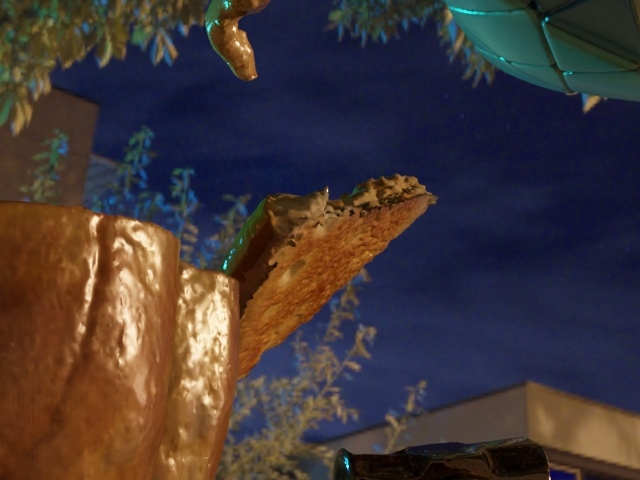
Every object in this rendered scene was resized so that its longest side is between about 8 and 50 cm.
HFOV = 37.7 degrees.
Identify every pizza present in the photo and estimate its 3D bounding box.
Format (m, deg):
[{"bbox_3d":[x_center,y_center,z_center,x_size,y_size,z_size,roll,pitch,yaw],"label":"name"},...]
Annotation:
[{"bbox_3d":[0.000,0.000,0.570,0.195,0.052,0.185,-31,-18,-38],"label":"pizza"}]

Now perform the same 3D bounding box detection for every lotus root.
[{"bbox_3d":[-0.116,0.094,0.364,0.188,0.180,0.199,7,-27,-37],"label":"lotus root"}]

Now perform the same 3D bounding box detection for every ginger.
[{"bbox_3d":[-0.062,-0.235,0.836,0.075,0.089,0.288,40,-27,3],"label":"ginger"}]

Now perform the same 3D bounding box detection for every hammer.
[{"bbox_3d":[0.180,0.275,0.913,0.243,0.095,0.409,1,-1,-17],"label":"hammer"}]

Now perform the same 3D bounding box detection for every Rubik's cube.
[{"bbox_3d":[0.221,-0.170,0.759,0.255,0.254,0.254,2,-25,1],"label":"Rubik's cube"}]
